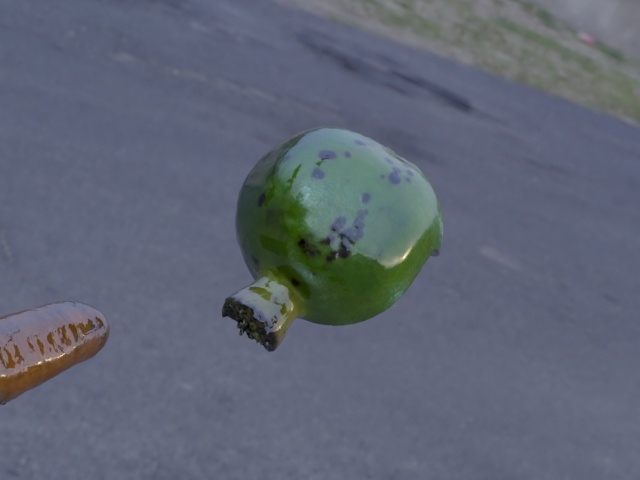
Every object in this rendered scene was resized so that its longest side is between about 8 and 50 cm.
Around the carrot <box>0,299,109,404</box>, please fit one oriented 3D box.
[{"bbox_3d":[-0.209,0.079,0.959,0.060,0.060,0.186,33,31,31],"label":"carrot"}]

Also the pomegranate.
[{"bbox_3d":[0.002,-0.011,1.005,0.169,0.122,0.143,-30,50,-35],"label":"pomegranate"}]
